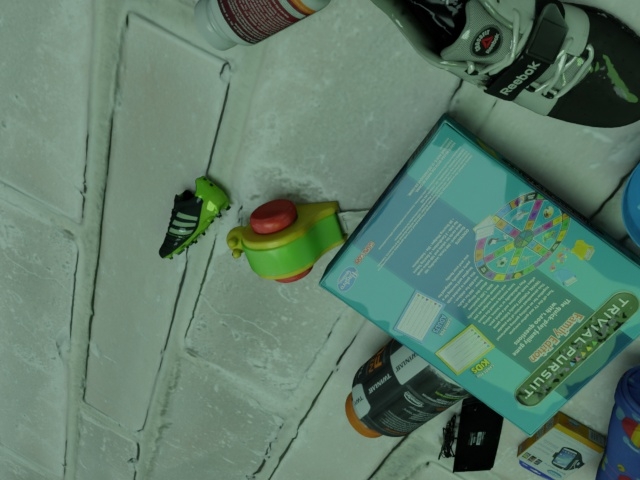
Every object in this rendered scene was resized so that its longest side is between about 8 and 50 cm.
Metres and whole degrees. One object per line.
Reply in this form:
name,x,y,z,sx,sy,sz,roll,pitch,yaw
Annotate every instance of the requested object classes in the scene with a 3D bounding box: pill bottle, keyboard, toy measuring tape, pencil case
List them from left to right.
pill bottle,-0.069,-0.276,0.696,0.152,0.086,0.086,-15,116,33
toy measuring tape,0.000,0.000,0.850,0.330,0.121,0.121,-3,123,28
pill bottle,0.133,0.218,0.934,0.130,0.130,0.246,36,131,-3
keyboard,0.251,0.321,1.029,0.100,0.038,0.192,-2,125,0
pencil case,0.450,0.298,0.839,0.119,0.133,0.306,20,133,32

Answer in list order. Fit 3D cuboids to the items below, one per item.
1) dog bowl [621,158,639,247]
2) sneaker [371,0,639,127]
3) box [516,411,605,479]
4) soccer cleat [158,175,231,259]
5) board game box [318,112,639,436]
dog bowl,0.466,-0.041,0.616,0.297,0.074,0.166,13,129,17
sneaker,0.179,-0.191,0.601,0.330,0.146,0.122,29,130,2
box,0.376,0.334,0.971,0.081,0.028,0.136,29,134,4
soccer cleat,-0.212,-0.035,0.972,0.072,0.060,0.179,49,124,-1
board game box,0.208,0.048,0.755,0.336,0.079,0.254,36,112,-3
